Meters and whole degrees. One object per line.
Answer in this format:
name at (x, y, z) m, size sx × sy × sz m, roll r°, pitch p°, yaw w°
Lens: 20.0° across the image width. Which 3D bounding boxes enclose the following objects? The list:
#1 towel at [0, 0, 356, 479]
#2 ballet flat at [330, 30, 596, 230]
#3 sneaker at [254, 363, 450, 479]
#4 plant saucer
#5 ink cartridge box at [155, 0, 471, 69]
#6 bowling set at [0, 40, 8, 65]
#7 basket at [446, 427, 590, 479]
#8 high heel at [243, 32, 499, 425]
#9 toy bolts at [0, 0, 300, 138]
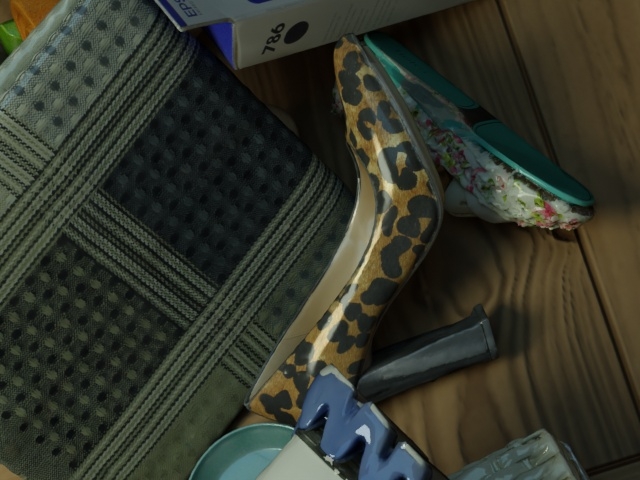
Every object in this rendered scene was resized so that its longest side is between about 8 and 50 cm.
towel at (-0.151, 0.018, 1.275) m, size 0.324 × 0.312 × 0.056 m, roll -52°, pitch 33°, yaw -8°
ballet flat at (0.100, -0.066, 1.346) m, size 0.241 × 0.091 × 0.077 m, roll 42°, pitch 115°, yaw 28°
sneaker at (0.046, 0.243, 1.109) m, size 0.182 × 0.127 × 0.315 m, roll -45°, pitch 59°, yaw 1°
plant saucer at (-0.039, 0.192, 1.307) m, size 0.119 × 0.021 × 0.119 m, roll -5°, pitch 69°, yaw 12°
ink cartridge box at (-0.022, -0.221, 1.332) m, size 0.333 × 0.065 × 0.165 m, roll -19°, pitch 60°, yaw -37°
bowling set at (-0.397, -0.155, 1.436) m, size 0.287 × 0.154 × 0.200 m, roll 41°, pitch 106°, yaw 0°
basket at (0.115, 0.211, 1.216) m, size 0.167 × 0.103 × 0.113 m, roll -29°, pitch 66°, yaw 2°
high heel at (0.000, 0.000, 1.283) m, size 0.186 × 0.093 × 0.261 m, roll -20°, pitch 99°, yaw 2°
toy bolts at (-0.118, -0.117, 1.360) m, size 0.158 × 0.218 × 0.228 m, roll -29°, pitch 84°, yaw -13°
